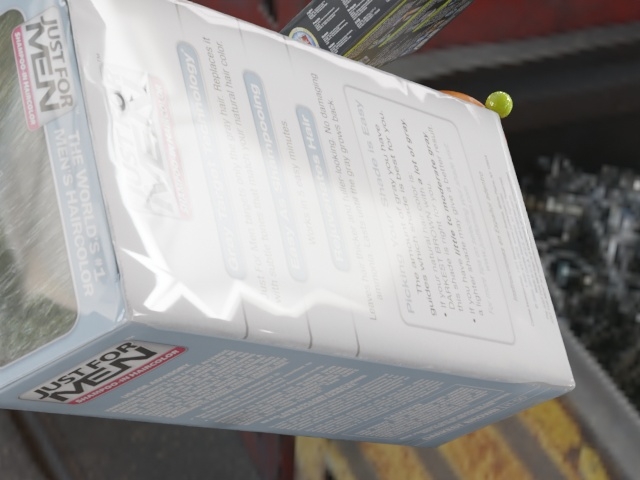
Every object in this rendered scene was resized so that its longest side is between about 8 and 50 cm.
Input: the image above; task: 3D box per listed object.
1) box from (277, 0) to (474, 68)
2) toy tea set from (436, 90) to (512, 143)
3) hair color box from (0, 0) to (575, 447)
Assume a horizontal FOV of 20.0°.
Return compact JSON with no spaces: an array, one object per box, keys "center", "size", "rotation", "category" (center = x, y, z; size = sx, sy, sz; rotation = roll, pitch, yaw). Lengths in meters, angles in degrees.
[{"center":[0.081,-0.235,1.715],"size":[0.216,0.270,0.060],"rotation":[-27,83,-38],"category":"box"},{"center":[0.000,0.000,1.327],"size":[0.336,0.200,0.124],"rotation":[-4,8,16],"category":"toy tea set"},{"center":[-0.025,-0.002,0.973],"size":[0.374,0.114,0.185],"rotation":[13,57,-51],"category":"hair color box"}]
